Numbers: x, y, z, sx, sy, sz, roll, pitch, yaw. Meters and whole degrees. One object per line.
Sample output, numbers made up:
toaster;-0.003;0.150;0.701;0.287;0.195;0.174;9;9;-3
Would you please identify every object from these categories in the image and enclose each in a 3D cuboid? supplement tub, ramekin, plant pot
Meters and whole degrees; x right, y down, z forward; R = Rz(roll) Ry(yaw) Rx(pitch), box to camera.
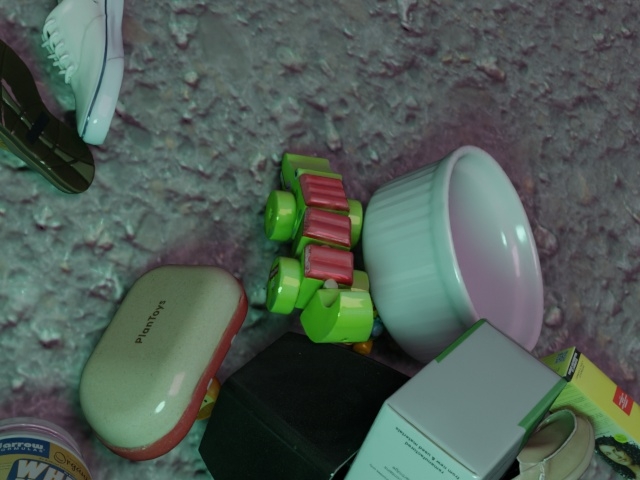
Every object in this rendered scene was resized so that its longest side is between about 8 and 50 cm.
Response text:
supplement tub;-0.282;0.267;1.108;0.144;0.144;0.199;32;14;-21
ramekin;0.169;0.028;1.533;0.277;0.135;0.277;34;48;-49
plant pot;-0.025;0.216;1.327;0.167;0.187;0.188;35;41;17

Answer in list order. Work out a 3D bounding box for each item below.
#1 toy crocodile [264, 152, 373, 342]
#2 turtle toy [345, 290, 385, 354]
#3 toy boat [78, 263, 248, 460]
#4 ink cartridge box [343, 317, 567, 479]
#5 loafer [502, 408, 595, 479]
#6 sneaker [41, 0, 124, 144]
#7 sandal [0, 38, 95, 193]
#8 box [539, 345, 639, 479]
toy crocodile;0.000;0.000;1.437;0.115;0.105;0.340;11;39;-14
turtle toy;0.036;0.081;1.510;0.130;0.066;0.095;24;58;-17
toy boat;-0.158;0.145;1.321;0.151;0.151;0.231;60;43;-39
ink cartridge box;0.115;0.255;1.278;0.121;0.289;0.211;37;39;17
loafer;0.267;0.300;1.562;0.268;0.102;0.092;-42;103;-38
sneaker;-0.283;-0.224;1.403;0.091;0.094;0.258;8;55;-21
sandal;-0.342;-0.137;1.344;0.219;0.060;0.090;49;45;-28
box;0.401;0.250;1.689;0.232;0.087;0.058;41;53;-13
